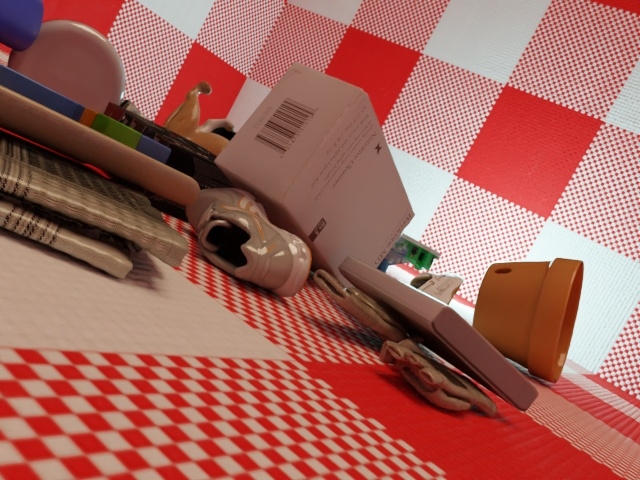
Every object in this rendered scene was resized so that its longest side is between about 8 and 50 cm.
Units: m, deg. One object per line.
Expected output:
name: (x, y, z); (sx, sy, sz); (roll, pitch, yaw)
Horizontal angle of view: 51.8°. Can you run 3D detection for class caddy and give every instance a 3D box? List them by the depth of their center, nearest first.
caddy: (-0.642, -0.423, 1.158); (0.179, 0.241, 0.341); (34, 19, -52)

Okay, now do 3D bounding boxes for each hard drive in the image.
hard drive: (0.157, 0.124, 0.969); (0.203, 0.040, 0.307); (42, -5, -22)

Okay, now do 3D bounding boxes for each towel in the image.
towel: (-0.307, -0.062, 0.666); (0.324, 0.056, 0.312); (24, 3, -27)

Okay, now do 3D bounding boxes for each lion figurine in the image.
lion figurine: (-0.243, -0.202, 1.487); (0.392, 0.240, 0.142); (31, -33, 28)

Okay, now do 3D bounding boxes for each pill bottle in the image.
pill bottle: (-0.533, -0.348, 1.371); (0.210, 0.210, 0.363); (26, 5, -29)

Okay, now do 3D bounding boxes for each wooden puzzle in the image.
wooden puzzle: (-0.357, -0.164, 0.870); (0.322, 0.081, 0.347); (25, -3, -43)

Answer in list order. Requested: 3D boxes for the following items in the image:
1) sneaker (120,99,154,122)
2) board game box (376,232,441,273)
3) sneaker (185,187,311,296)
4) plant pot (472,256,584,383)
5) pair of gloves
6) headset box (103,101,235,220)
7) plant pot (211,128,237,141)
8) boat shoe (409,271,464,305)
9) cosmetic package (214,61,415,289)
sneaker: (-0.418, -0.227, 1.429); (0.146, 0.122, 0.330); (42, -3, -31)
board game box: (0.063, -0.017, 1.699); (0.389, 0.050, 0.390); (28, -11, -11)
sneaker: (-0.128, -0.017, 0.902); (0.121, 0.099, 0.262); (17, 10, -46)
plant pot: (0.486, 0.169, 1.561); (0.203, 0.291, 0.291); (12, -3, 26)
pair of gloves: (0.105, 0.140, 0.845); (0.240, 0.042, 0.204); (40, 5, 37)
headset box: (-0.266, -0.130, 1.175); (0.218, 0.110, 0.293); (24, 7, -44)
plant pot: (-0.209, -0.172, 1.721); (0.165, 0.166, 0.234); (31, 1, 27)
boat shoe: (0.241, 0.107, 1.431); (0.096, 0.098, 0.277); (35, 17, 11)
cosmetic package: (0.012, -0.084, 1.119); (0.156, 0.217, 0.385); (31, -10, 31)
